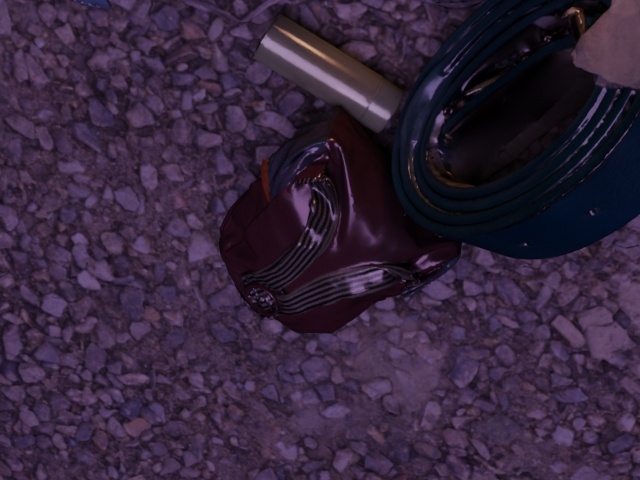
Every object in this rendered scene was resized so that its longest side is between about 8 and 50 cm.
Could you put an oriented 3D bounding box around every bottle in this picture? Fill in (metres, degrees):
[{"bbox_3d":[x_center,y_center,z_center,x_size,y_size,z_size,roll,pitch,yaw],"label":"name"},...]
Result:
[{"bbox_3d":[0.011,-0.223,1.927,0.201,0.072,0.072,32,121,-5],"label":"bottle"}]

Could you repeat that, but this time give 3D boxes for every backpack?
[{"bbox_3d":[0.000,0.000,1.981,0.283,0.197,0.317,43,123,-17],"label":"backpack"}]

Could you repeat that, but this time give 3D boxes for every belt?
[{"bbox_3d":[0.286,-0.156,1.756,0.173,0.300,0.436,11,141,-40],"label":"belt"}]

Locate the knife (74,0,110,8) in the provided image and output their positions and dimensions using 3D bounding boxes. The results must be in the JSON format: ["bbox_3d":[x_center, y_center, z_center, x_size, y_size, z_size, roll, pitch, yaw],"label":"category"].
[{"bbox_3d":[-0.434,-0.381,1.981,0.313,0.019,0.044,21,129,1],"label":"knife"}]
